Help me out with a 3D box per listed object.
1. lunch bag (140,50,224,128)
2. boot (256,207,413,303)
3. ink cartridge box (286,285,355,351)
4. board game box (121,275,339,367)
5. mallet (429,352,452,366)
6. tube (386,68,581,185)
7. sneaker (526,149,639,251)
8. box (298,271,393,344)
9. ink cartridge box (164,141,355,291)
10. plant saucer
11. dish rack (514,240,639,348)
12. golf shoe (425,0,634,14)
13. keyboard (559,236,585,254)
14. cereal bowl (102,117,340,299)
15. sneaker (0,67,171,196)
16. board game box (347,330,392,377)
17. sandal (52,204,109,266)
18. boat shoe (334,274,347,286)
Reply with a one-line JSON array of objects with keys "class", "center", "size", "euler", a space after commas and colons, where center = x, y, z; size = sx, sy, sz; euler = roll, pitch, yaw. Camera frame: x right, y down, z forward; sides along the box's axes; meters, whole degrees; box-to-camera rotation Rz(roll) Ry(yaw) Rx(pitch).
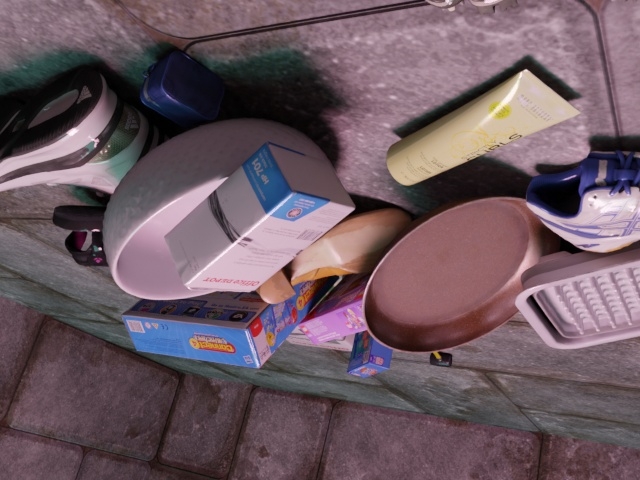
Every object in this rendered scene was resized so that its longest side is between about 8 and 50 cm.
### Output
[{"class": "lunch bag", "center": [-0.182, -0.191, 0.853], "size": [0.098, 0.067, 0.065], "euler": [31, 154, -35]}, {"class": "boot", "center": [0.000, 0.001, 1.176], "size": [0.104, 0.295, 0.211], "euler": [66, 176, -20]}, {"class": "ink cartridge box", "center": [-0.033, 0.164, 1.594], "size": [0.211, 0.121, 0.289], "euler": [3, 157, 29]}, {"class": "board game box", "center": [-0.168, 0.109, 1.303], "size": [0.308, 0.302, 0.086], "euler": [1, 119, 33]}, {"class": "mallet", "center": [0.328, 0.310, 1.864], "size": [0.062, 0.039, 0.189], "euler": [6, 154, 21]}, {"class": "tube", "center": [0.177, -0.129, 0.795], "size": [0.070, 0.062, 0.240], "euler": [-21, 180, -40]}, {"class": "sneaker", "center": [0.372, -0.055, 0.778], "size": [0.131, 0.111, 0.296], "euler": [24, 157, -24]}, {"class": "box", "center": [0.090, 0.086, 1.201], "size": [0.057, 0.201, 0.293], "euler": [49, 154, -4]}, {"class": "ink cartridge box", "center": [-0.074, -0.021, 0.824], "size": [0.191, 0.082, 0.140], "euler": [-37, 157, 24]}, {"class": "plant saucer", "center": [0.200, 0.047, 0.982], "size": [0.311, 0.050, 0.310], "euler": [-12, 135, -12]}, {"class": "dish rack", "center": [0.467, 0.061, 0.968], "size": [0.333, 0.072, 0.285], "euler": [-18, 147, 24]}, {"class": "golf shoe", "center": [0.180, -0.235, 0.458], "size": [0.273, 0.105, 0.120], "euler": [1, 148, 31]}, {"class": "keyboard", "center": [0.325, 0.050, 1.098], "size": [0.317, 0.033, 0.201], "euler": [30, 132, -33]}, {"class": "cereal bowl", "center": [-0.149, -0.059, 0.952], "size": [0.339, 0.141, 0.339], "euler": [-22, 157, -10]}, {"class": "sneaker", "center": [-0.404, -0.106, 1.075], "size": [0.448, 0.169, 0.257], "euler": [-6, 150, 37]}, {"class": "board game box", "center": [0.117, 0.170, 1.387], "size": [0.047, 0.210, 0.160], "euler": [17, 160, -8]}, {"class": "sandal", "center": [-0.388, -0.009, 1.229], "size": [0.168, 0.107, 0.446], "euler": [2, -179, -15]}, {"class": "boat shoe", "center": [0.041, 0.064, 1.397], "size": [0.049, 0.043, 0.137], "euler": [14, 149, 35]}]
